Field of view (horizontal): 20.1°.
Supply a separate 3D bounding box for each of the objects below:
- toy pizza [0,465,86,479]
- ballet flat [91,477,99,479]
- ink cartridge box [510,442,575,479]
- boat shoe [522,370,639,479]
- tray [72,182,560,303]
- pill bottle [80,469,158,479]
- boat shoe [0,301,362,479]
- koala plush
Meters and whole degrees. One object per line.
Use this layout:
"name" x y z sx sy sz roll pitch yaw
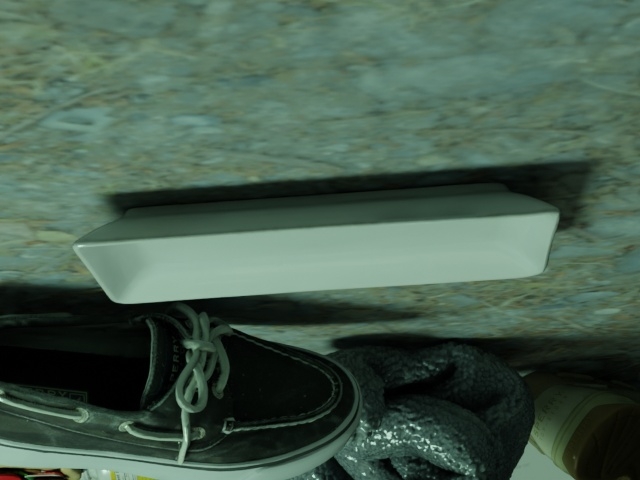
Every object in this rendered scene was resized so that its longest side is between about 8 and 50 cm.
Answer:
"toy pizza" -0.300 0.206 1.546 0.201 0.032 0.201 -3 165 -1
"ballet flat" -0.260 0.234 1.718 0.247 0.083 0.087 -3 -155 6
"ink cartridge box" 0.295 0.333 1.880 0.198 0.270 0.197 10 158 -41
"boat shoe" 0.259 0.173 1.643 0.098 0.109 0.302 34 -175 30
"tray" 0.000 0.000 1.058 0.270 0.030 0.145 -4 164 2
"pill bottle" -0.172 0.194 1.662 0.116 0.065 0.065 -3 165 1
"boat shoe" -0.106 0.094 1.239 0.306 0.113 0.105 8 144 -17
"koala plush" 0.094 0.212 1.415 0.203 0.221 0.196 -7 145 -13
